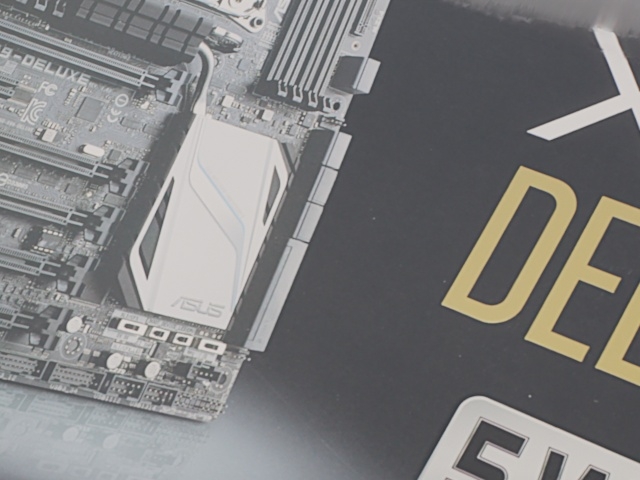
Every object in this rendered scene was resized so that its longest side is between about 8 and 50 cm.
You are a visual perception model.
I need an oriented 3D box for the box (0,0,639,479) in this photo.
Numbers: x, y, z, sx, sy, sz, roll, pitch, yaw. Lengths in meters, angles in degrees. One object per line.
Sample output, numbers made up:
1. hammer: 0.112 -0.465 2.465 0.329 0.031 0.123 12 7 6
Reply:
1. box: 0.000 0.000 0.388 0.307 0.076 0.242 23 67 23
